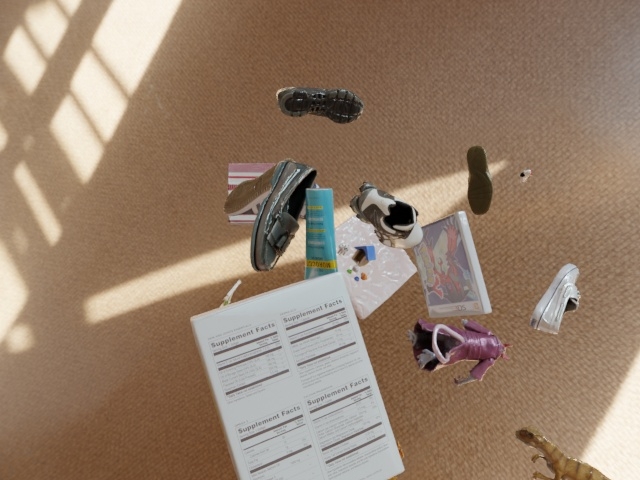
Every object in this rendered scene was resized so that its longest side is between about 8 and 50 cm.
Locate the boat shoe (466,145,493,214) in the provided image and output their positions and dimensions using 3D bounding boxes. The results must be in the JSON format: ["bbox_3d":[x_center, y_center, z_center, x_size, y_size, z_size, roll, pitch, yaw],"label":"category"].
[{"bbox_3d":[0.515,-0.191,1.484,0.080,0.073,0.223,-7,85,27],"label":"boat shoe"}]

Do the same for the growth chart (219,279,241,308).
[{"bbox_3d":[-0.377,0.265,1.814,0.021,0.172,0.237,28,125,0],"label":"growth chart"}]

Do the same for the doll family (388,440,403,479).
[{"bbox_3d":[0.209,0.782,1.639,0.163,0.118,0.263,44,61,-12],"label":"doll family"}]

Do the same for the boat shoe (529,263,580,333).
[{"bbox_3d":[0.681,0.168,1.293,0.084,0.095,0.258,25,57,37],"label":"boat shoe"}]

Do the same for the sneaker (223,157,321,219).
[{"bbox_3d":[-0.125,-0.105,1.234,0.282,0.153,0.099,-22,49,36],"label":"sneaker"}]

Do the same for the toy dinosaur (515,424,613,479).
[{"bbox_3d":[0.368,0.333,0.635,0.211,0.064,0.112,24,105,-1],"label":"toy dinosaur"}]

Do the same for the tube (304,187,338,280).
[{"bbox_3d":[0.000,0.000,0.910,0.080,0.052,0.207,4,102,32],"label":"tube"}]

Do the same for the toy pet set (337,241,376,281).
[{"bbox_3d":[0.110,0.047,1.295,0.122,0.114,0.065,46,118,28],"label":"toy pet set"}]

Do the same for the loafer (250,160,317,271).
[{"bbox_3d":[-0.074,-0.058,0.962,0.084,0.096,0.267,4,62,19],"label":"loafer"}]

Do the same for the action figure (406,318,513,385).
[{"bbox_3d":[0.497,0.344,1.571,0.370,0.275,0.248,5,59,-9],"label":"action figure"}]

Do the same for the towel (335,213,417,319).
[{"bbox_3d":[0.166,0.072,1.725,0.317,0.053,0.332,-36,93,-26],"label":"towel"}]

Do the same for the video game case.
[{"bbox_3d":[0.261,0.058,0.956,0.023,0.183,0.201,-9,82,-22],"label":"video game case"}]

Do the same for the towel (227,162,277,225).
[{"bbox_3d":[-0.261,-0.193,1.889,0.237,0.037,0.329,-1,54,-9],"label":"towel"}]

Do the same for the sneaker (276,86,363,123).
[{"bbox_3d":[-0.001,-0.411,1.347,0.106,0.267,0.101,-121,39,-53],"label":"sneaker"}]

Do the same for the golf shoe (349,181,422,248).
[{"bbox_3d":[0.136,-0.026,0.801,0.094,0.198,0.077,27,89,47],"label":"golf shoe"}]

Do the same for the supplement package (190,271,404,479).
[{"bbox_3d":[-0.048,0.202,0.640,0.198,0.199,0.262,-17,87,-18],"label":"supplement package"}]

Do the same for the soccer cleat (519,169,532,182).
[{"bbox_3d":[0.705,-0.223,1.597,0.036,0.083,0.029,0,76,0],"label":"soccer cleat"}]
